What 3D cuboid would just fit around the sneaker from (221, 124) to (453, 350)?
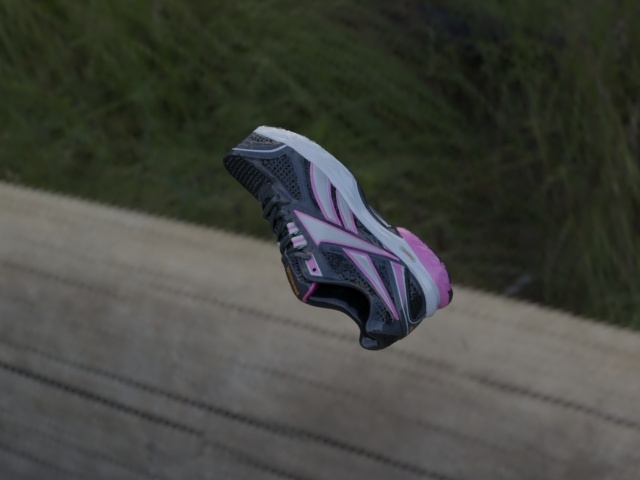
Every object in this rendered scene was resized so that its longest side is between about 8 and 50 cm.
[{"bbox_3d":[0.000,0.000,1.260,0.178,0.072,0.077,39,64,12],"label":"sneaker"}]
